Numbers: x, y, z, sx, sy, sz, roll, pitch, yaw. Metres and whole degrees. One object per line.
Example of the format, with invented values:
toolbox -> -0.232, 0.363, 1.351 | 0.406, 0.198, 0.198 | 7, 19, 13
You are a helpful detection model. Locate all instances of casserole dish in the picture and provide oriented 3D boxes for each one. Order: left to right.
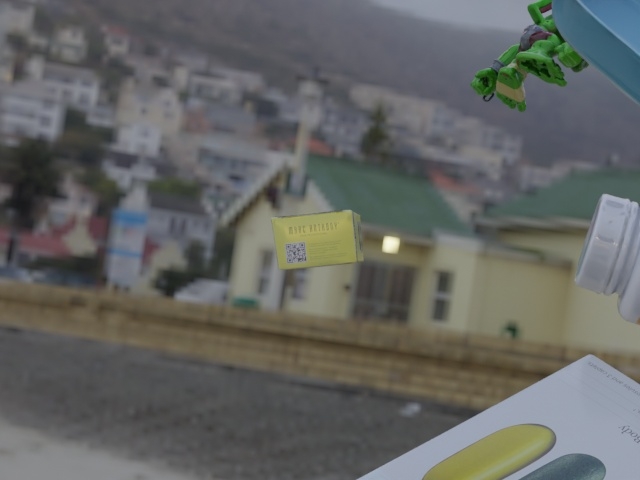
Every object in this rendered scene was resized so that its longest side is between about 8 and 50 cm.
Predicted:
casserole dish -> 0.206, -0.102, 1.053 | 0.188, 0.037, 0.114 | 43, 39, 14

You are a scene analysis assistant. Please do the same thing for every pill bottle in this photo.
pill bottle -> 0.331, 0.029, 1.582 | 0.215, 0.117, 0.117 | 17, -3, 5

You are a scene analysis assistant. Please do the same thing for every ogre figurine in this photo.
ogre figurine -> 0.260, -0.221, 2.114 | 0.097, 0.118, 0.197 | 40, -25, 4

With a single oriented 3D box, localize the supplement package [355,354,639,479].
supplement package -> 0.188, 0.260, 1.490 | 0.262, 0.198, 0.199 | -24, 38, -29

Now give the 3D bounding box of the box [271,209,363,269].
box -> 0.000, 0.000, 1.993 | 0.087, 0.058, 0.232 | -6, 0, 2
